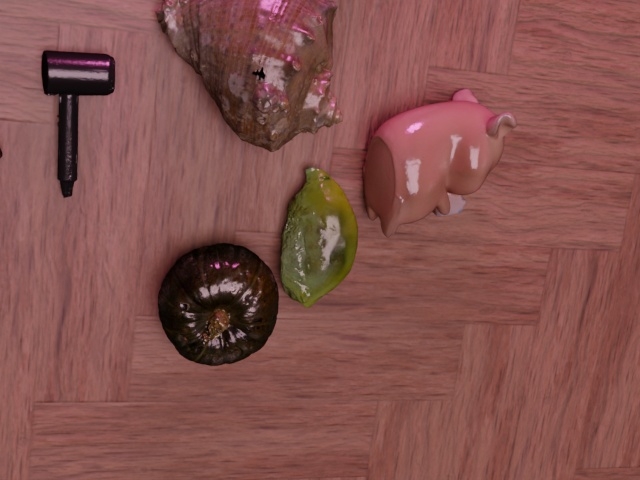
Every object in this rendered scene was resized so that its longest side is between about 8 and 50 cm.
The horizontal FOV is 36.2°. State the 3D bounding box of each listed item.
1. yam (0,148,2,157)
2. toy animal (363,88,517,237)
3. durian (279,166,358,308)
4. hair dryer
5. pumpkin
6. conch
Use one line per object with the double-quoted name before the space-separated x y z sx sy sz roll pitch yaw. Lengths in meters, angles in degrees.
"yam" -0.584 -0.135 1.568 0.141 0.079 0.079 -28 112 -8
"toy animal" 0.211 -0.140 1.772 0.256 0.195 0.213 -16 117 -17
"durian" 0.000 0.000 1.786 0.139 0.101 0.250 14 100 -21
"hair dryer" -0.401 -0.188 1.623 0.114 0.070 0.248 -1 109 -18
"pumpkin" -0.179 0.115 1.729 0.223 0.157 0.224 -3 112 -8
"conch" -0.089 -0.323 1.622 0.352 0.210 0.297 36 77 -25
